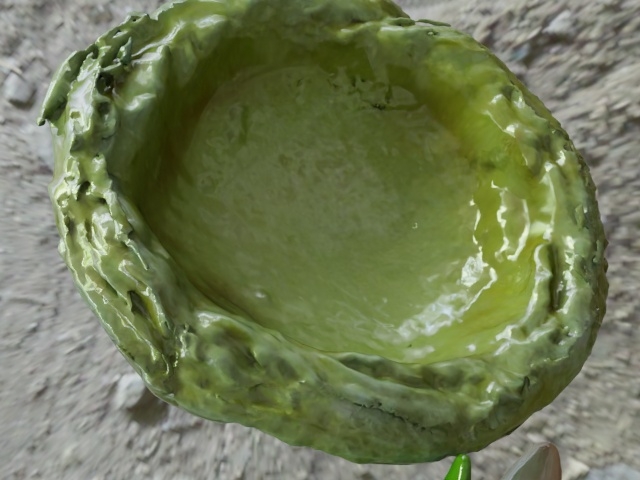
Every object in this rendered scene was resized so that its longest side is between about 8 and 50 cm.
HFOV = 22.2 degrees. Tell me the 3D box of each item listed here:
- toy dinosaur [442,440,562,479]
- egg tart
[{"bbox_3d":[0.059,0.156,0.530,0.177,0.152,0.194,13,57,-25],"label":"toy dinosaur"},{"bbox_3d":[0.000,0.000,0.550,0.197,0.078,0.197,8,53,-11],"label":"egg tart"}]
